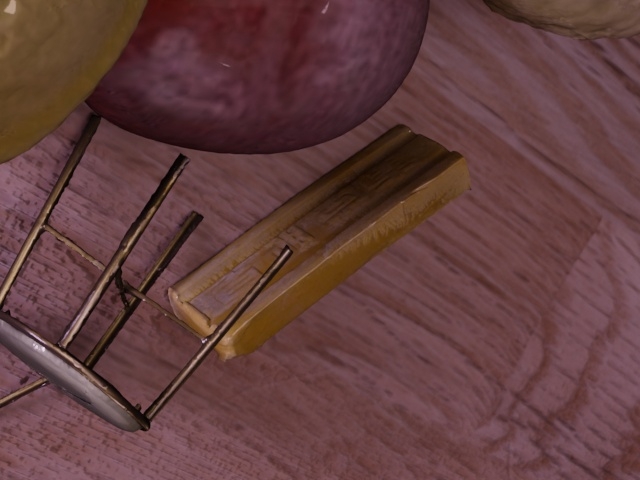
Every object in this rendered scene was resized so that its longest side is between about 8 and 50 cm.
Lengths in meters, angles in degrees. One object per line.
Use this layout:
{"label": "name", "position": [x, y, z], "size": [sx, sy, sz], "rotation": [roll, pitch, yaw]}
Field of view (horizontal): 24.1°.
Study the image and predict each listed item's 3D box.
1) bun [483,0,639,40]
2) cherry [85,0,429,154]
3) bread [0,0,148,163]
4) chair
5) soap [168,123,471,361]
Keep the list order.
{"label": "bun", "position": [0.181, -0.327, 1.090], "size": [0.349, 0.227, 0.353], "rotation": [-23, 109, -29]}
{"label": "cherry", "position": [-0.057, -0.180, 0.999], "size": [0.307, 0.221, 0.261], "rotation": [-17, 118, -23]}
{"label": "bread", "position": [-0.243, -0.188, 0.823], "size": [0.237, 0.320, 0.321], "rotation": [24, 94, -51]}
{"label": "chair", "position": [-0.186, 0.087, 1.063], "size": [0.326, 0.170, 0.160], "rotation": [-54, 130, -12]}
{"label": "soap", "position": [0.000, -0.001, 1.187], "size": [0.252, 0.092, 0.037], "rotation": [-36, 126, -18]}
